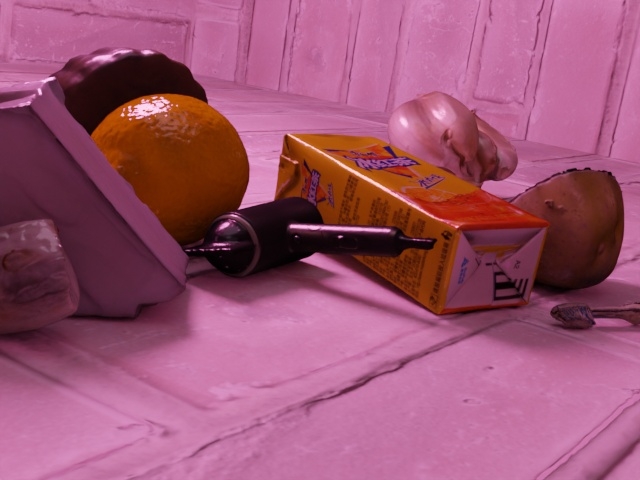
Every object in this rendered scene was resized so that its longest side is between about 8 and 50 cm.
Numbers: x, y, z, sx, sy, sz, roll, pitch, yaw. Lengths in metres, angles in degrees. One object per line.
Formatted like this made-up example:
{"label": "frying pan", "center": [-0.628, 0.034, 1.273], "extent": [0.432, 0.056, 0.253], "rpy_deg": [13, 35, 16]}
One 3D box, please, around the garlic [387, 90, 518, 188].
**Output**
{"label": "garlic", "center": [0.233, -0.150, 1.692], "extent": [0.281, 0.184, 0.203], "rpy_deg": [23, 25, -50]}

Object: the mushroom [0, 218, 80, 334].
{"label": "mushroom", "center": [-0.310, 0.034, 0.743], "extent": [0.223, 0.092, 0.081], "rpy_deg": [-1, 32, -9]}

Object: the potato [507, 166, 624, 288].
{"label": "potato", "center": [0.320, 0.004, 1.183], "extent": [0.202, 0.182, 0.117], "rpy_deg": [19, 39, -50]}

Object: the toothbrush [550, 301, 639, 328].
{"label": "toothbrush", "center": [0.391, 0.088, 1.074], "extent": [0.294, 0.026, 0.028], "rpy_deg": [2, 33, -24]}

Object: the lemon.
{"label": "lemon", "center": [-0.181, -0.085, 1.111], "extent": [0.187, 0.186, 0.244], "rpy_deg": [14, 14, 24]}

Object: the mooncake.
{"label": "mooncake", "center": [-0.262, -0.147, 1.227], "extent": [0.228, 0.228, 0.124], "rpy_deg": [-1, 18, -35]}

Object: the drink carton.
{"label": "drink carton", "center": [0.097, -0.035, 1.147], "extent": [0.155, 0.111, 0.351], "rpy_deg": [-3, 24, -35]}

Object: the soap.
{"label": "soap", "center": [-0.303, 0.028, 0.871], "extent": [0.302, 0.257, 0.159], "rpy_deg": [-38, 21, -2]}

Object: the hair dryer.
{"label": "hair dryer", "center": [0.000, 0.000, 1.013], "extent": [0.248, 0.077, 0.196], "rpy_deg": [0, 9, 29]}
